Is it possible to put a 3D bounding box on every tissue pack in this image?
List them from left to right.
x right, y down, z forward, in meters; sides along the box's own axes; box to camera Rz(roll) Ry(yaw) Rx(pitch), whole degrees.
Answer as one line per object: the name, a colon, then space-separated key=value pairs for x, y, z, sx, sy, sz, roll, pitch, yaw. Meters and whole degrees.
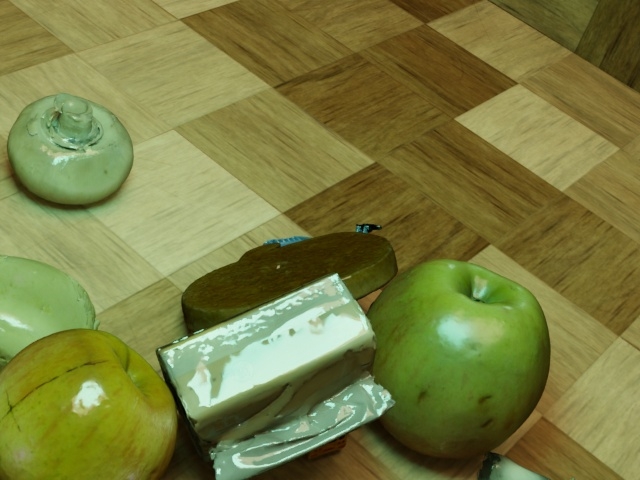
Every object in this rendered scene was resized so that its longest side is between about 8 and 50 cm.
tissue pack: x=-0.063 y=0.227 z=1.550 sx=0.305 sy=0.239 sz=0.238 roll=-23 pitch=52 yaw=-14

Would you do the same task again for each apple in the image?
apple: x=-0.337 y=0.258 z=1.439 sx=0.286 sy=0.233 sz=0.286 roll=45 pitch=1 yaw=-1
apple: x=0.223 y=0.188 z=1.726 sx=0.338 sy=0.305 sz=0.338 roll=10 pitch=40 yaw=-9

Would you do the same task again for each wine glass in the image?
wine glass: x=0.347 y=0.408 z=1.710 sx=0.155 sy=0.072 sz=0.072 roll=19 pitch=39 yaw=-2

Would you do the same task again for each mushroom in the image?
mushroom: x=-0.481 y=-0.187 z=1.963 sx=0.246 sy=0.202 sz=0.246 roll=9 pitch=51 yaw=-11

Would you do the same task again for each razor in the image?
razor: x=0.000 y=0.000 z=2.061 sx=0.253 sy=0.042 sz=0.082 roll=-9 pitch=5 yaw=-29

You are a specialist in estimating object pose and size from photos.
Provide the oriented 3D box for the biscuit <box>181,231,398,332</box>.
biscuit: x=-0.058 y=0.077 z=1.831 sx=0.394 sy=0.070 sz=0.350 roll=-17 pitch=17 yaw=-13

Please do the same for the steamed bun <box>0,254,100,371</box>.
steamed bun: x=-0.497 y=0.118 z=1.628 sx=0.272 sy=0.166 sz=0.232 roll=19 pitch=41 yaw=0

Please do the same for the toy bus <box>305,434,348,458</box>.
toy bus: x=-0.028 y=0.264 z=1.708 sx=0.083 sy=0.088 sz=0.194 roll=-12 pitch=49 yaw=-31
